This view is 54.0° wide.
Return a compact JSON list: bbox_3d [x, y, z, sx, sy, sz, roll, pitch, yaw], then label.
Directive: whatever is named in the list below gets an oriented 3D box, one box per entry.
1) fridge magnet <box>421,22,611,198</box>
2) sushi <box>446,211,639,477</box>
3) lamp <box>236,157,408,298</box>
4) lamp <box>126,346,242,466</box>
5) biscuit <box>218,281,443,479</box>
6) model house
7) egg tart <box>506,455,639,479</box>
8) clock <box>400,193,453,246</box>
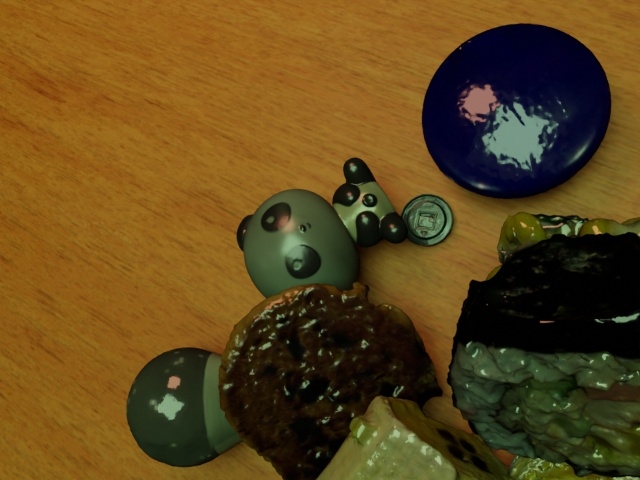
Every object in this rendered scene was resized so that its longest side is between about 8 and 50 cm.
[{"bbox_3d":[0.281,-0.189,0.922,0.266,0.113,0.265,-4,77,20],"label":"fridge magnet"},{"bbox_3d":[0.320,0.087,0.720,0.328,0.328,0.285,-6,48,37],"label":"sushi"},{"bbox_3d":[0.000,0.000,0.963,0.244,0.198,0.197,-32,69,3],"label":"lamp"},{"bbox_3d":[-0.143,0.269,0.989,0.314,0.182,0.181,9,82,-3],"label":"lamp"},{"bbox_3d":[0.020,0.210,0.896,0.289,0.081,0.334,-34,103,2],"label":"biscuit"},{"bbox_3d":[0.103,0.314,0.799,0.234,0.175,0.193,32,102,-15],"label":"model house"},{"bbox_3d":[0.336,0.366,0.797,0.234,0.094,0.234,-5,74,20],"label":"egg tart"},{"bbox_3d":[0.167,-0.031,0.986,0.085,0.017,0.085,-5,77,21],"label":"clock"}]
